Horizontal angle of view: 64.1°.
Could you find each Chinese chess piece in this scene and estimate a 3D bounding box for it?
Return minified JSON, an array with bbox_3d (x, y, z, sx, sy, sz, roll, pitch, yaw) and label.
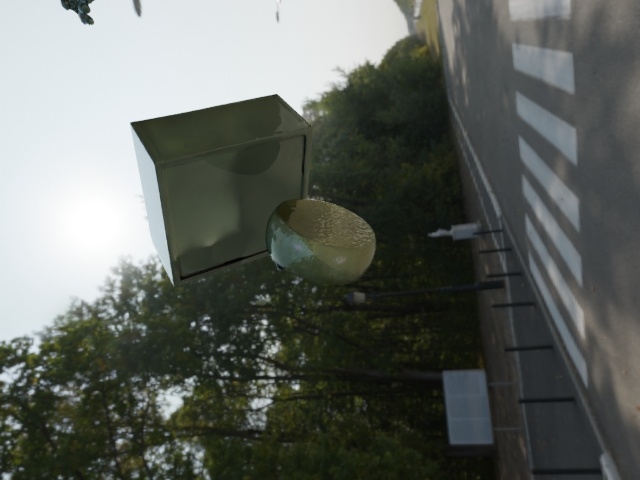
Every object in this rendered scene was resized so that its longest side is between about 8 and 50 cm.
[{"bbox_3d":[0.000,0.000,0.660,0.144,0.144,0.059,-64,-6,-64],"label":"Chinese chess piece"}]

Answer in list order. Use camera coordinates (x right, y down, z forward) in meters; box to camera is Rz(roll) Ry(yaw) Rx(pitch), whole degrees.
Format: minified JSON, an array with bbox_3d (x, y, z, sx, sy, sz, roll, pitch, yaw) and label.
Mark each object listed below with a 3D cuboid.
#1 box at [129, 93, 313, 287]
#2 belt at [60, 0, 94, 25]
[{"bbox_3d":[-0.142,-0.080,0.769,0.117,0.224,0.225,50,148,37],"label":"box"},{"bbox_3d":[-0.302,-0.374,0.643,0.100,0.065,0.179,-48,-9,-19],"label":"belt"}]
